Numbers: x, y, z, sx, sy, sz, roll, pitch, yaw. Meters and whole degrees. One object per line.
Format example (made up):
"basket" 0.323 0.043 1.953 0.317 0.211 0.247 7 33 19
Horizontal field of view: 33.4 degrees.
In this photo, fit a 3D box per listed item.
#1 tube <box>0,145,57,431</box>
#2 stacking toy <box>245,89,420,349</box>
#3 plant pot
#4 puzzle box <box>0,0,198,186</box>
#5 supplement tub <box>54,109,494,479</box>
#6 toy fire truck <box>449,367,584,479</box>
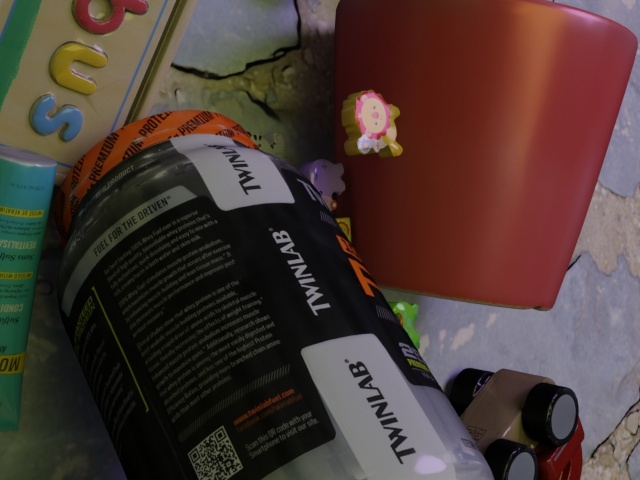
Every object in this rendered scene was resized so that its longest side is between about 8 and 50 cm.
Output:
"tube" -0.231 0.039 0.745 0.080 0.052 0.207 7 103 -33
"stacking toy" 0.000 0.000 0.878 0.052 0.167 0.221 -5 89 -39
"plant pot" 0.125 -0.072 0.943 0.274 0.275 0.243 9 91 -38
"puzzle box" -0.186 -0.247 0.711 0.272 0.052 0.409 17 103 -37
"supplement tub" -0.050 0.082 0.722 0.207 0.207 0.338 -2 49 -39
"toy fire truck" 0.194 0.280 1.032 0.217 0.158 0.246 -44 124 -34
